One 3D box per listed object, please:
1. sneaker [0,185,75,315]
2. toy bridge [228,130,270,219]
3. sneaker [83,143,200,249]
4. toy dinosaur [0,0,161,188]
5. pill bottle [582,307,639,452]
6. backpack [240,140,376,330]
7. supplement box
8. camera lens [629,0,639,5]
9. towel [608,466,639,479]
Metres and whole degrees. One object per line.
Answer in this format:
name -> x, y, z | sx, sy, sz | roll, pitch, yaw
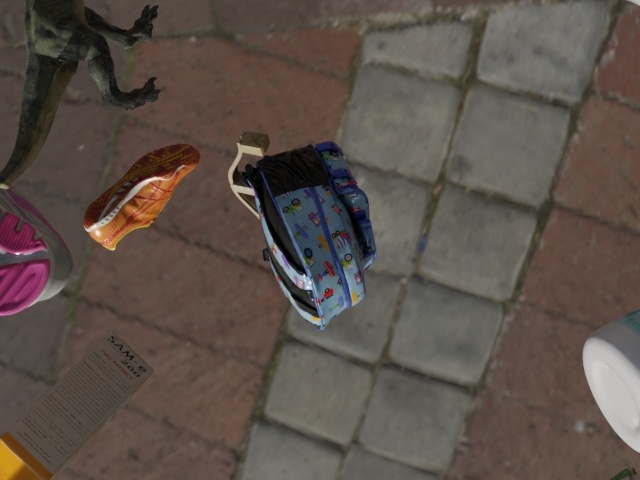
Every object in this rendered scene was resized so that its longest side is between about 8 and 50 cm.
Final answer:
sneaker -> -0.313, -0.019, 1.263 | 0.252, 0.111, 0.103 | 41, 93, 18
toy bridge -> -0.080, -0.069, 1.834 | 0.063, 0.026, 0.188 | 12, 148, 18
sneaker -> -0.222, -0.059, 1.875 | 0.175, 0.064, 0.067 | -37, 131, 4
toy dinosaur -> -0.188, -0.157, 1.165 | 0.118, 0.268, 0.064 | 12, 163, -26
pill bottle -> 0.420, 0.109, 1.540 | 0.264, 0.146, 0.146 | -25, 107, -14
backpack -> 0.000, 0.000, 1.564 | 0.117, 0.173, 0.158 | -19, 133, -7
supplement box -> -0.144, 0.103, 0.820 | 0.036, 0.098, 0.062 | 44, 139, -1
camera lens -> 0.281, -0.319, 1.258 | 0.274, 0.219, 0.219 | 34, 121, 39
towel -> 0.073, 0.242, 0.655 | 0.248, 0.325, 0.038 | -40, 98, 14
